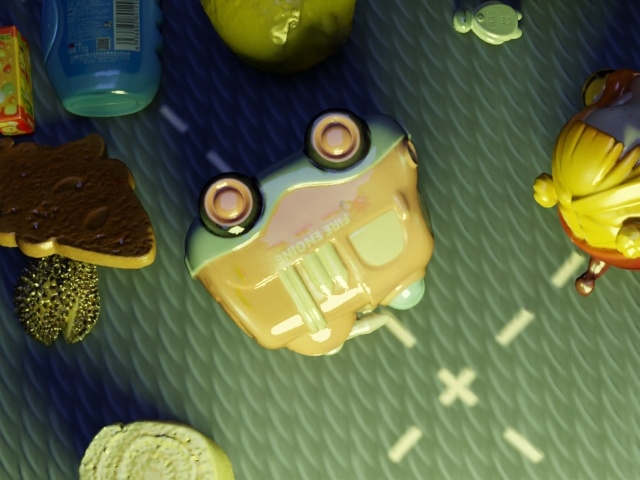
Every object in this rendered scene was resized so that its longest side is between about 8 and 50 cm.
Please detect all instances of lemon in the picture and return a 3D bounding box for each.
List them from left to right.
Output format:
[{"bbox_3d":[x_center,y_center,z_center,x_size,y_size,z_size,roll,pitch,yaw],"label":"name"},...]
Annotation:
[{"bbox_3d":[-0.052,-0.287,1.817,0.180,0.180,0.193,-31,96,-5],"label":"lemon"}]

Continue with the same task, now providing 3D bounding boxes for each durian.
[{"bbox_3d":[-0.298,0.047,1.800,0.110,0.071,0.140,19,72,9],"label":"durian"}]

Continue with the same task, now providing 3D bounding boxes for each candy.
[{"bbox_3d":[-0.368,-0.189,1.872,0.038,0.062,0.122,-8,75,4],"label":"candy"}]

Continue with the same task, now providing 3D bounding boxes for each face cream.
[{"bbox_3d":[-0.260,-0.283,1.879,0.149,0.083,0.264,-3,74,3],"label":"face cream"}]

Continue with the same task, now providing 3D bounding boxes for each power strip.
[{"bbox_3d":[0.197,-0.257,1.870,0.083,0.035,0.055,3,75,-9],"label":"power strip"}]

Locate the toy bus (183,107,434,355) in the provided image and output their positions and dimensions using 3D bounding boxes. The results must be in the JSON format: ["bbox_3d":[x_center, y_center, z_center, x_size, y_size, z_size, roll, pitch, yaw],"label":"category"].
[{"bbox_3d":[0.000,0.000,1.733,0.288,0.194,0.232,-29,82,-4],"label":"toy bus"}]

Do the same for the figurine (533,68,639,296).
[{"bbox_3d":[0.386,-0.089,1.721,0.323,0.196,0.320,-32,32,-13],"label":"figurine"}]

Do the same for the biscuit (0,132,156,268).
[{"bbox_3d":[-0.287,-0.043,1.808,0.280,0.043,0.183,33,63,26],"label":"biscuit"}]

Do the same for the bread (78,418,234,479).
[{"bbox_3d":[-0.173,0.261,1.695,0.148,0.141,0.134,9,79,8],"label":"bread"}]
